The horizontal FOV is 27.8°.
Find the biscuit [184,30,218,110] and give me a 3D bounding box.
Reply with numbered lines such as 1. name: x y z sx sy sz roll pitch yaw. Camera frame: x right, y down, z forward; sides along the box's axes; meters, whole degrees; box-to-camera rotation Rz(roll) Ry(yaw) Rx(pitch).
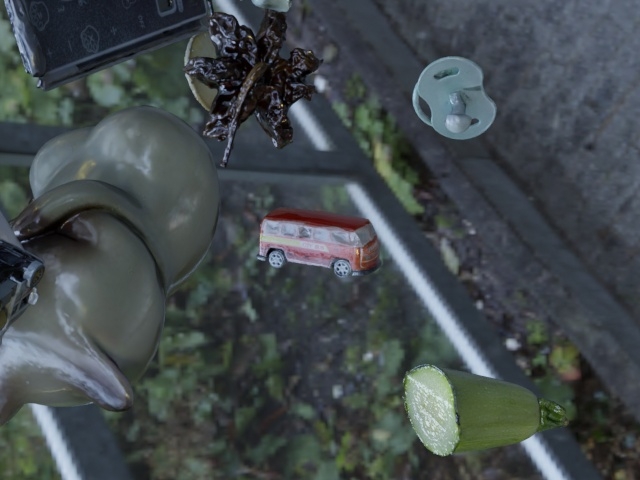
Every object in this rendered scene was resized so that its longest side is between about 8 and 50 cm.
1. biscuit: -0.189 -0.297 2.278 0.020 0.152 0.152 -7 83 33

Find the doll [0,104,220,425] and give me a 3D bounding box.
1. doll: -0.231 0.010 1.338 0.215 0.370 0.226 -7 118 21

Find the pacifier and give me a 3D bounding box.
1. pacifier: 0.204 -0.206 2.002 0.127 0.150 0.116 -9 37 15

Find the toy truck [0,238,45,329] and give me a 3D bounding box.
1. toy truck: -0.249 0.049 0.919 0.052 0.123 0.063 27 121 9

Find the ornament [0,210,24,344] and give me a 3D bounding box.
1. ornament: -0.413 0.030 1.034 0.239 0.240 0.240 -12 36 16

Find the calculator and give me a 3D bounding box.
1. calculator: -0.188 -0.242 1.152 0.028 0.274 0.165 -2 110 32

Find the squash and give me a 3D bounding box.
1. squash: 0.241 0.258 1.894 0.137 0.287 0.137 -13 71 44

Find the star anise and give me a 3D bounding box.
1. star anise: -0.089 -0.238 1.880 0.126 0.190 0.220 -9 102 66

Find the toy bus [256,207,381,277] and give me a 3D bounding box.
1. toy bus: 0.000 0.000 1.809 0.174 0.079 0.077 8 109 24

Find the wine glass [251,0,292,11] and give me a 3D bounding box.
1. wine glass: -0.078 -0.347 1.811 0.039 0.083 0.042 -37 56 39
